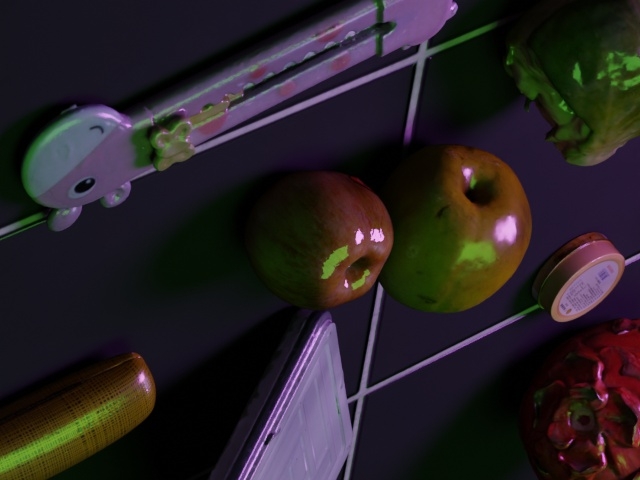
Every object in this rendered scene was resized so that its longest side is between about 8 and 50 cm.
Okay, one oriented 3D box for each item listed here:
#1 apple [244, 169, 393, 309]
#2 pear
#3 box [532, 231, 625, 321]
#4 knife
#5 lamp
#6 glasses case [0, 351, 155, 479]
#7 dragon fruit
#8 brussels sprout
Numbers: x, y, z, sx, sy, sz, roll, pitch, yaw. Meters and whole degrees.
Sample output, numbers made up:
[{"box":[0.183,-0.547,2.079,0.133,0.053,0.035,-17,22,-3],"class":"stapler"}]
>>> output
[{"box":[-0.003,0.002,1.679,0.126,0.102,0.126,-27,147,-19],"class":"apple"},{"box":[0.114,-0.008,1.753,0.148,0.149,0.162,-20,153,-30],"class":"pear"},{"box":[0.279,0.040,2.108,0.105,0.037,0.105,-28,148,-20],"class":"box"},{"box":[-0.052,-0.121,1.523,0.398,0.038,0.132,-29,151,-18],"class":"knife"},{"box":[-0.046,0.230,1.872,0.266,0.047,0.269,80,32,-55],"class":"lamp"},{"box":[-0.247,0.171,1.677,0.234,0.064,0.079,-26,140,-20],"class":"glasses case"},{"box":[0.347,0.203,2.223,0.252,0.241,0.241,-38,155,-37],"class":"dragon fruit"},{"box":[0.247,-0.152,1.717,0.145,0.131,0.183,-34,145,1],"class":"brussels sprout"}]
